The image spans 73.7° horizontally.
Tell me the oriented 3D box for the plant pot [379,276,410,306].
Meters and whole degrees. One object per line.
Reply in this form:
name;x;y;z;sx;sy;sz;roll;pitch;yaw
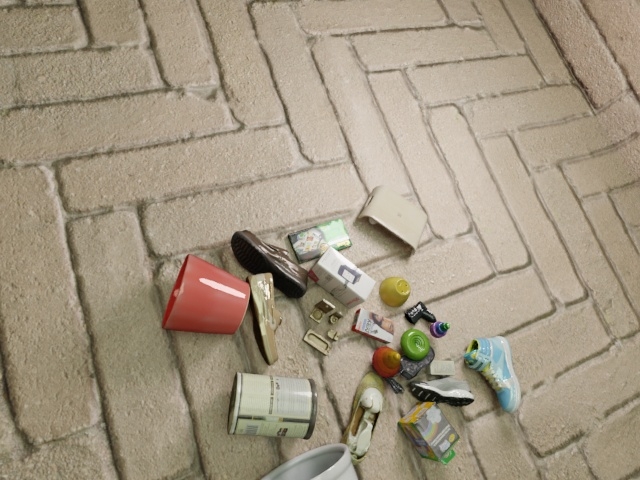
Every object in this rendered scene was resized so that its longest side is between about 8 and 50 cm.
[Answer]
plant pot;0.332;0.211;1.828;0.134;0.095;0.134;6;70;-15

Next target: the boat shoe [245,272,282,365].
boat shoe;-0.194;0.291;1.603;0.110;0.121;0.342;-10;85;-23

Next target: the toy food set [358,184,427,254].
toy food set;0.339;-0.095;1.958;0.306;0.092;0.220;35;53;-4

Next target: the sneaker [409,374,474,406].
sneaker;0.488;0.605;1.745;0.271;0.100;0.108;11;43;-10

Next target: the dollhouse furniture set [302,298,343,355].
dollhouse furniture set;0.016;0.341;1.664;0.144;0.123;0.151;35;64;-2

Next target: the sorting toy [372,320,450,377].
sorting toy;0.379;0.412;1.692;0.365;0.126;0.127;-23;73;-23

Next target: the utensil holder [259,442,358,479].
utensil holder;0.008;0.909;1.351;0.327;0.327;0.386;-18;80;-22

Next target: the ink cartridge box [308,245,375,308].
ink cartridge box;0.081;0.154;1.726;0.237;0.172;0.100;38;64;-1

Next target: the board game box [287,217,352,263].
board game box;0.000;0.000;1.838;0.259;0.030;0.136;-17;74;-22

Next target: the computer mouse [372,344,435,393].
computer mouse;0.332;0.490;1.754;0.262;0.060;0.184;-36;68;-27

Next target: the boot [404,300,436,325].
boot;0.430;0.330;1.843;0.099;0.045;0.121;-33;76;-27

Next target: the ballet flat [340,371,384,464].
ballet flat;0.172;0.663;1.601;0.123;0.123;0.349;29;64;-6

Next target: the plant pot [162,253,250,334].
plant pot;-0.398;0.210;1.520;0.243;0.275;0.275;20;66;-20

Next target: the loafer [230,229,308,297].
loafer;-0.197;0.082;1.707;0.366;0.134;0.130;42;39;-10

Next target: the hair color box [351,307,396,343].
hair color box;0.221;0.354;1.764;0.167;0.053;0.093;23;66;-10

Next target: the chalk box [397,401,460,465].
chalk box;0.430;0.750;1.643;0.132;0.132;0.213;-31;83;-26

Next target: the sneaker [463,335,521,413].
sneaker;0.710;0.562;1.806;0.208;0.127;0.319;8;59;-17

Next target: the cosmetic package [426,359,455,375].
cosmetic package;0.503;0.535;1.793;0.115;0.041;0.060;8;69;-15

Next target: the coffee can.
coffee can;-0.168;0.571;1.478;0.275;0.201;0.202;10;68;-14
